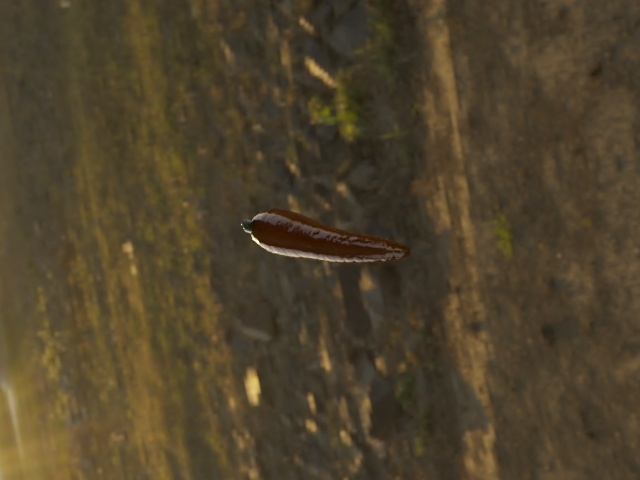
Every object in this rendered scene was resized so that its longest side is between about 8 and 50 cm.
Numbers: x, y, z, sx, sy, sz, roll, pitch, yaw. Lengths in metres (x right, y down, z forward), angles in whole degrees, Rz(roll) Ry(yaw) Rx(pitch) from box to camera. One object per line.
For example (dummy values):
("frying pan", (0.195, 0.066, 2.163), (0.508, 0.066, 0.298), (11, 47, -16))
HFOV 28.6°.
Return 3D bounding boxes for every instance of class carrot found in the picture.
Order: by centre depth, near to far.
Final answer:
("carrot", (0.000, 0.000, 0.904), (0.142, 0.035, 0.035), (12, 116, 35))
